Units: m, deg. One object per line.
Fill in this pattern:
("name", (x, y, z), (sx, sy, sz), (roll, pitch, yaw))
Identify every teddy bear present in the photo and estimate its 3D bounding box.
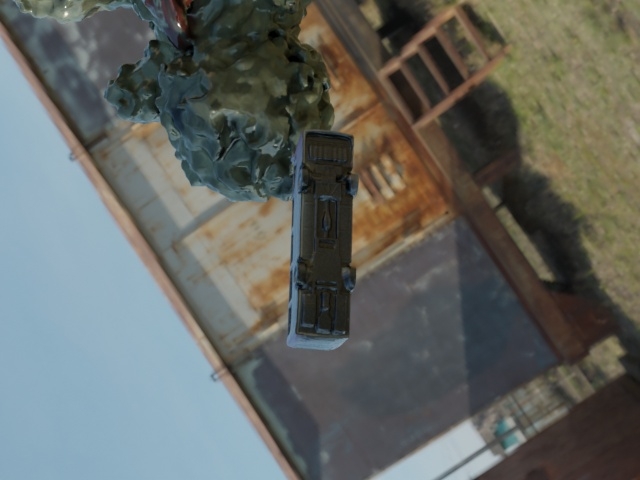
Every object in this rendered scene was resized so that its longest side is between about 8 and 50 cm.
("teddy bear", (-0.104, -0.201, 0.861), (0.224, 0.357, 0.367), (-10, -105, -43))

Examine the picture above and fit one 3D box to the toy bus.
("toy bus", (0.000, 0.000, 0.567), (0.052, 0.037, 0.131), (120, 153, -68))
